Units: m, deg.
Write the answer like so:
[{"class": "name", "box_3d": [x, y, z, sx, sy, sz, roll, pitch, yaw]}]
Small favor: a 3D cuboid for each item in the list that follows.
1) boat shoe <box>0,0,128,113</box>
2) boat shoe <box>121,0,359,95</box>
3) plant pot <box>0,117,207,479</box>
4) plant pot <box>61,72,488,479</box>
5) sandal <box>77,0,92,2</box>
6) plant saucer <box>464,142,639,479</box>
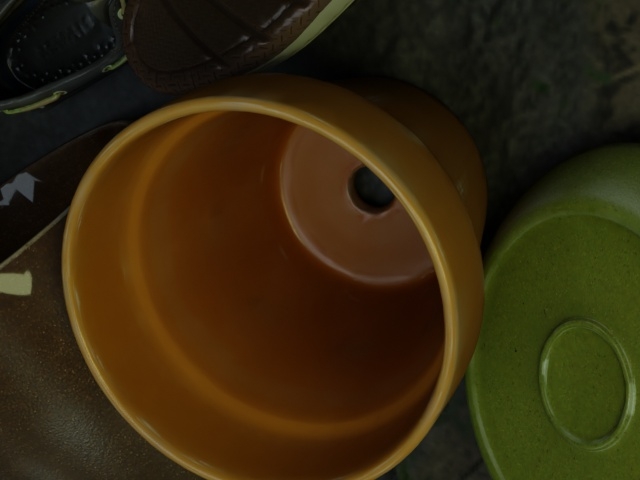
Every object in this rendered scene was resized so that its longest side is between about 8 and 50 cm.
[{"class": "boat shoe", "box_3d": [-0.116, -0.138, 0.911, 0.227, 0.068, 0.081, -33, 94, 33]}, {"class": "boat shoe", "box_3d": [0.012, -0.157, 0.820, 0.257, 0.095, 0.095, -35, 74, 27]}, {"class": "plant pot", "box_3d": [-0.127, 0.084, 0.948, 0.215, 0.215, 0.230, -26, 110, 32]}, {"class": "plant pot", "box_3d": [0.000, 0.000, 0.838, 0.205, 0.188, 0.205, 8, 113, 20]}, {"class": "sandal", "box_3d": [-0.178, -0.255, 0.885, 0.120, 0.086, 0.303, -36, 72, -4]}, {"class": "plant saucer", "box_3d": [0.145, 0.071, 0.816, 0.241, 0.037, 0.241, 11, 103, 55]}]
